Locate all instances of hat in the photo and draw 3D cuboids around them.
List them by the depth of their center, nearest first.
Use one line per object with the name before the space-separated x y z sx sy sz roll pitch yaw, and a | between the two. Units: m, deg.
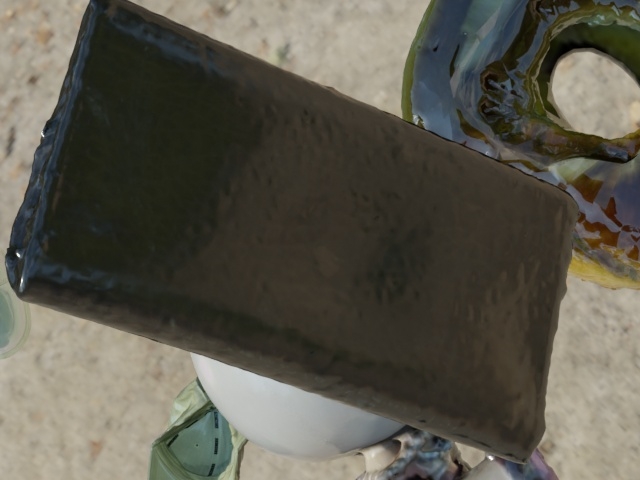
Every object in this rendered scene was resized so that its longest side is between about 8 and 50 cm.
hat | -0.106 0.211 1.290 0.122 0.081 0.166 -4 80 22

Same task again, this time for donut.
donut | 0.224 -0.112 1.033 0.329 0.160 0.330 -2 76 8

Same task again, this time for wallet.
wallet | 0.000 0.000 0.699 0.044 0.321 0.171 -25 49 56

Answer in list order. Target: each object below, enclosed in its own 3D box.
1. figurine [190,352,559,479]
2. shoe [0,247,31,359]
figurine | 0.029 0.122 1.080 0.253 0.211 0.361 -31 80 35
shoe | -0.494 0.006 1.625 0.132 0.363 0.160 -42 11 -10
